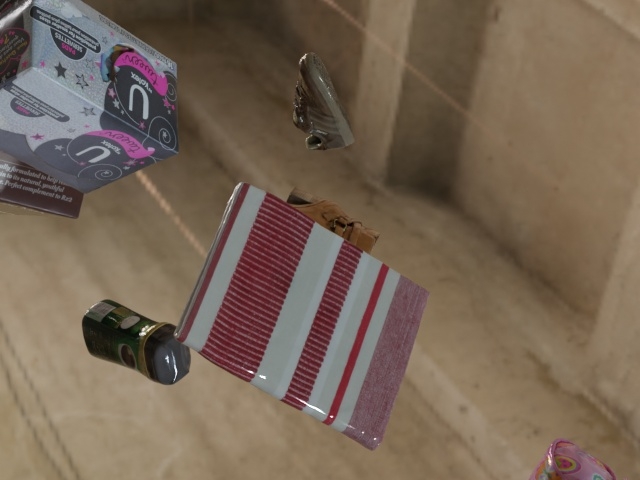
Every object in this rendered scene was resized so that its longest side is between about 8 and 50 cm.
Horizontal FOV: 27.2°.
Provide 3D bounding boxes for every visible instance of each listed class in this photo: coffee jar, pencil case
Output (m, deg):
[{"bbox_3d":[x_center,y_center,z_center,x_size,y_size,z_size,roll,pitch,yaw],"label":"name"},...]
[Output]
[{"bbox_3d":[-0.290,0.162,2.100,0.184,0.079,0.096,18,-51,35],"label":"coffee jar"},{"bbox_3d":[0.306,0.412,1.833,0.124,0.124,0.284,50,-58,40],"label":"pencil case"}]

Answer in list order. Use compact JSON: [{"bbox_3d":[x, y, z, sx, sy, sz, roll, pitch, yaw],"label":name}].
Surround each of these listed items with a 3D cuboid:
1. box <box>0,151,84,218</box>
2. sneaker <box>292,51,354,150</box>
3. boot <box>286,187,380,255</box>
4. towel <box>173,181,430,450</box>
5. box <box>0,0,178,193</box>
[{"bbox_3d":[-0.518,-0.120,2.018,0.381,0.191,0.143,1,-101,54],"label":"box"},{"bbox_3d":[-0.008,-0.177,1.787,0.188,0.071,0.066,60,12,-54],"label":"sneaker"},{"bbox_3d":[0.000,0.000,1.928,0.152,0.197,0.073,27,-53,5],"label":"boot"},{"bbox_3d":[-0.017,0.099,1.712,0.037,0.329,0.237,-16,-132,55],"label":"towel"},{"bbox_3d":[-0.306,-0.179,1.573,0.163,0.247,0.142,-20,-120,29],"label":"box"}]
